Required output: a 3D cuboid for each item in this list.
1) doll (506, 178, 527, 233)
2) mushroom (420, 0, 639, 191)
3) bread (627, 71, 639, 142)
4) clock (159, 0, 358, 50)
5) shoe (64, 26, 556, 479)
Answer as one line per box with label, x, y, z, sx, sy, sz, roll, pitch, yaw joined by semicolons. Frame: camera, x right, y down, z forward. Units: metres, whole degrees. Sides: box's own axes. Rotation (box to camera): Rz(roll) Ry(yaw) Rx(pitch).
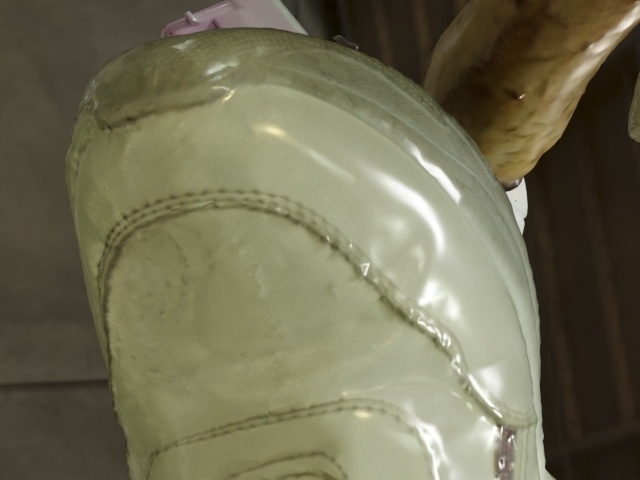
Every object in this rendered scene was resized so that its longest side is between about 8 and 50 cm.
doll;0.018;-0.011;1.085;0.271;0.208;0.144;12;-106;24
mushroom;0.164;-0.105;0.440;0.208;0.233;0.302;37;-85;19
bread;0.303;-0.122;1.080;0.148;0.134;0.141;14;-94;34
clock;0.000;0.000;0.895;0.227;0.090;0.248;-124;-165;-46
shoe;0.014;0.109;0.468;0.211;0.132;0.342;-83;157;-52
